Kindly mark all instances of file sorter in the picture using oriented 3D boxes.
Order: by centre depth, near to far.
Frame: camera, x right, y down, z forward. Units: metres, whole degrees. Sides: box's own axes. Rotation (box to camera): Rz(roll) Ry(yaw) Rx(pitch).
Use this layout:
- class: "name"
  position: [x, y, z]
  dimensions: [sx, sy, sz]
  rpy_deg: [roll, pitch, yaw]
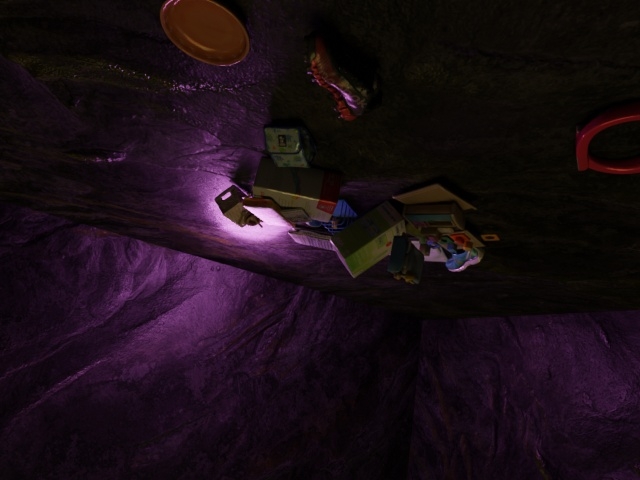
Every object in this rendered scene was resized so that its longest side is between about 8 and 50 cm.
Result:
- class: "file sorter"
  position: [0.072, -0.099, 1.803]
  dimensions: [0.118, 0.105, 0.170]
  rpy_deg: [0, 159, 27]

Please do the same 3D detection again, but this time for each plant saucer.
- class: "plant saucer"
  position: [-0.255, -0.478, 0.948]
  dimensions: [0.199, 0.037, 0.200]
  rpy_deg: [9, 162, 3]
- class: "plant saucer"
  position: [0.486, -0.058, 1.802]
  dimensions: [0.240, 0.037, 0.241]
  rpy_deg: [10, 162, 3]

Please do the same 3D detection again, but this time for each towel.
- class: "towel"
  position: [0.000, 0.000, 2.143]
  dimensions: [0.312, 0.056, 0.324]
  rpy_deg: [14, 168, 6]

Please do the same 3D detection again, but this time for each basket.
- class: "basket"
  position: [-0.362, -0.144, 1.842]
  dimensions: [0.113, 0.103, 0.167]
  rpy_deg: [-35, 150, 7]

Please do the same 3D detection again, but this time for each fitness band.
- class: "fitness band"
  position: [0.763, -0.247, 1.059]
  dimensions: [0.208, 0.054, 0.291]
  rpy_deg: [-4, 158, 31]

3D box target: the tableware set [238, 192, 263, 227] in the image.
- class: "tableware set"
  position: [-0.269, -0.125, 1.810]
  dimensions: [0.128, 0.039, 0.194]
  rpy_deg: [-7, 142, -35]

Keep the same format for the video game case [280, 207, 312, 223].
- class: "video game case"
  position: [-0.092, -0.094, 1.625]
  dimensions: [0.087, 0.011, 0.122]
  rpy_deg: [-5, 161, 17]

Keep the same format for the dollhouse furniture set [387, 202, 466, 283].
- class: "dollhouse furniture set"
  position: [0.423, 0.048, 1.593]
  dimensions: [0.198, 0.304, 0.286]
  rpy_deg: [3, 160, 37]

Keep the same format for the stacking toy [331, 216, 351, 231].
- class: "stacking toy"
  position: [0.158, -0.053, 1.988]
  dimensions: [0.166, 0.052, 0.221]
  rpy_deg: [6, 166, 18]

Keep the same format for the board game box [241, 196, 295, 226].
- class: "board game box"
  position: [-0.198, -0.109, 1.640]
  dimensions: [0.124, 0.039, 0.259]
  rpy_deg: [6, 164, 20]

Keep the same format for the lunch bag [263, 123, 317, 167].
- class: "lunch bag"
  position: [-0.097, -0.302, 1.318]
  dimensions: [0.128, 0.096, 0.151]
  rpy_deg: [6, 147, 22]

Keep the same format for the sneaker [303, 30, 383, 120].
- class: "sneaker"
  position: [0.064, -0.380, 0.968]
  dimensions: [0.135, 0.098, 0.276]
  rpy_deg: [1, 162, 29]

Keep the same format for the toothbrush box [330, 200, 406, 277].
- class: "toothbrush box"
  position: [0.203, -0.001, 1.727]
  dimensions: [0.283, 0.122, 0.206]
  rpy_deg: [-35, 150, -4]

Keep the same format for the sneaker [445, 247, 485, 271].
- class: "sneaker"
  position: [0.678, 0.067, 2.022]
  dimensions: [0.110, 0.107, 0.275]
  rpy_deg: [31, 156, -1]

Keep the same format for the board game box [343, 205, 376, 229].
- class: "board game box"
  position: [0.214, -0.039, 1.844]
  dimensions: [0.165, 0.042, 0.243]
  rpy_deg: [-39, 148, 5]

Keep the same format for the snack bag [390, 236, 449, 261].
- class: "snack bag"
  position: [0.465, 0.054, 2.154]
  dimensions: [0.322, 0.037, 0.342]
  rpy_deg: [0, 160, 28]

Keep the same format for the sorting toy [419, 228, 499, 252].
- class: "sorting toy"
  position: [0.585, 0.010, 1.812]
  dimensions: [0.196, 0.047, 0.347]
  rpy_deg: [26, 156, -38]

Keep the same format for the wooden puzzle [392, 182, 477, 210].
- class: "wooden puzzle"
  position: [0.421, -0.151, 1.560]
  dimensions: [0.220, 0.044, 0.238]
  rpy_deg: [22, 163, -33]

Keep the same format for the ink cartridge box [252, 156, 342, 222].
- class: "ink cartridge box"
  position: [-0.090, -0.186, 1.587]
  dimensions: [0.306, 0.131, 0.226]
  rpy_deg: [13, 164, -5]

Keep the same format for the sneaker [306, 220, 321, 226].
- class: "sneaker"
  position: [-0.034, -0.105, 1.918]
  dimensions: [0.152, 0.058, 0.084]
  rpy_deg: [32, 161, -35]
